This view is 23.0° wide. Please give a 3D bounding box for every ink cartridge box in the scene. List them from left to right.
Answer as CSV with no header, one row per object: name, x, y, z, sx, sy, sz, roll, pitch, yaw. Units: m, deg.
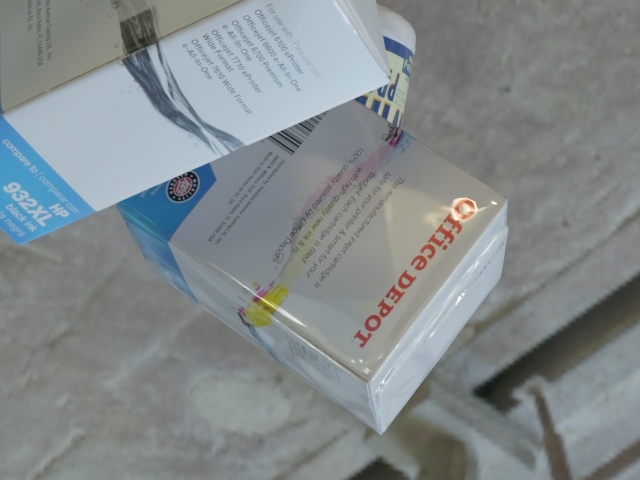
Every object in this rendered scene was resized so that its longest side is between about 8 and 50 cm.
ink cartridge box,-0.122,-0.164,1.125,0.307,0.223,0.129,-22,137,15
ink cartridge box,0.000,0.000,1.381,0.270,0.198,0.197,35,166,16

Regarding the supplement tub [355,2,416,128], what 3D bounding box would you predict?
supplement tub,-0.035,-0.098,1.719,0.235,0.324,0.235,10,176,1
